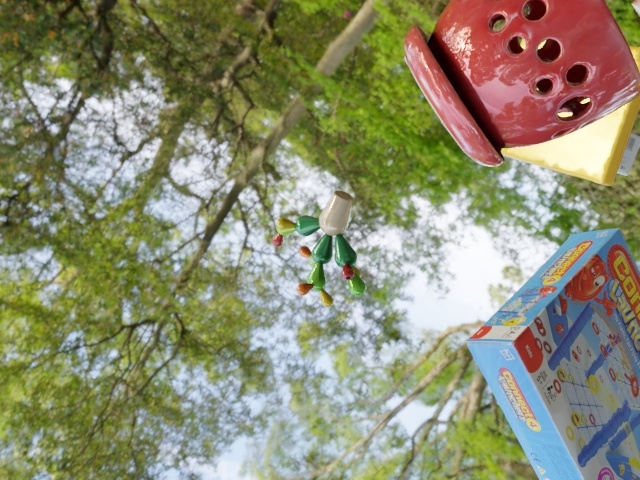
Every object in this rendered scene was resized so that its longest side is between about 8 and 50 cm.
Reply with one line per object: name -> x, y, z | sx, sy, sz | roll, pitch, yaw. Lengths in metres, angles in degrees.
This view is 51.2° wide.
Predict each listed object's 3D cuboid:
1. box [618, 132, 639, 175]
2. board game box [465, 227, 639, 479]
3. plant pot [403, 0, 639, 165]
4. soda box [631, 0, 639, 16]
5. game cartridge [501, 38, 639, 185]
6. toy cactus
box -> 0.705, -0.224, 1.634 | 0.101, 0.102, 0.087 | 13, -170, -28
board game box -> 0.395, 0.189, 0.983 | 0.302, 0.086, 0.308 | -37, -78, -31
plant pot -> 0.194, -0.178, 0.670 | 0.191, 0.174, 0.191 | 47, -159, -24
soda box -> 0.721, -0.456, 1.402 | 0.183, 0.058, 0.063 | 19, -138, -46
game cartridge -> 0.544, -0.297, 1.478 | 0.052, 0.285, 0.323 | 3, -163, -37
toy cactus -> 0.000, 0.000, 1.128 | 0.112, 0.180, 0.219 | -1, -147, -38
